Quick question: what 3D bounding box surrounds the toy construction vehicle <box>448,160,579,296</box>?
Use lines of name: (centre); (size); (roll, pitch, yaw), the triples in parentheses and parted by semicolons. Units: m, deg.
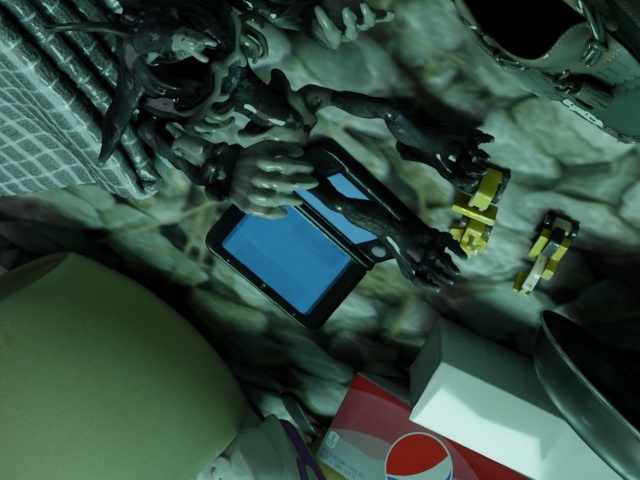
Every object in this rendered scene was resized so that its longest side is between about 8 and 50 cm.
toy construction vehicle: (0.126, -0.002, 0.940); (0.086, 0.035, 0.098); (24, 149, -1)

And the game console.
game console: (0.000, 0.000, 0.993); (0.122, 0.071, 0.107); (41, 145, -27)

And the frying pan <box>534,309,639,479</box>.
frying pan: (0.250, 0.164, 0.909); (0.197, 0.053, 0.326); (27, -160, -47)

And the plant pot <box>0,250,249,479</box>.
plant pot: (-0.229, 0.122, 1.179); (0.284, 0.284, 0.191); (-12, 109, 44)

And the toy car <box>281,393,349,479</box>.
toy car: (0.005, 0.242, 1.303); (0.155, 0.149, 0.188); (32, 143, 55)

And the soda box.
soda box: (0.130, 0.204, 1.100); (0.263, 0.083, 0.092); (29, -174, 29)

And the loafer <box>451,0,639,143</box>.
loafer: (0.100, -0.130, 0.716); (0.096, 0.084, 0.267); (-12, 134, 44)

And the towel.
towel: (-0.227, -0.136, 0.890); (0.235, 0.121, 0.284); (-7, 138, 41)

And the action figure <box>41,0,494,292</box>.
action figure: (-0.019, -0.083, 0.804); (0.275, 0.164, 0.141); (28, 169, -25)

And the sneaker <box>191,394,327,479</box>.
sneaker: (-0.086, 0.219, 1.212); (0.114, 0.152, 0.305); (64, 163, -13)

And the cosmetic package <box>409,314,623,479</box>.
cosmetic package: (0.186, 0.149, 1.060); (0.239, 0.099, 0.060); (26, 109, -4)
